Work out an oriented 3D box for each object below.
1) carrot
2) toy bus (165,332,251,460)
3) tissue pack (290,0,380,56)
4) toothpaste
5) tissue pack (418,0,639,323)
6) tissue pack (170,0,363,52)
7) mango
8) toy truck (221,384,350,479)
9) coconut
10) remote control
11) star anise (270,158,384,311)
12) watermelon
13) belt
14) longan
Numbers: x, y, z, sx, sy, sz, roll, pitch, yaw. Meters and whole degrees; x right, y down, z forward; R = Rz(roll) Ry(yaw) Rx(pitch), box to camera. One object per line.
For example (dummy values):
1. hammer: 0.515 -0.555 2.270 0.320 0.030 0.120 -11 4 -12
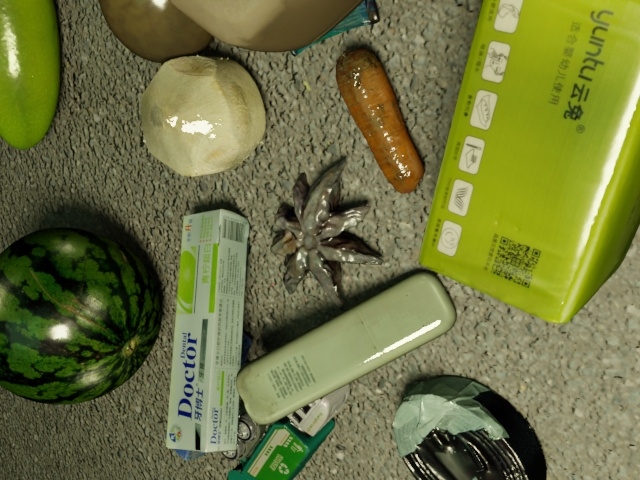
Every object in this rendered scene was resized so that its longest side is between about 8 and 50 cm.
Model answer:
1. carrot: 0.072 -0.142 0.781 0.060 0.060 0.186 -20 97 37
2. toy bus: -0.181 0.246 1.046 0.079 0.094 0.236 31 119 23
3. tissue pack: 0.004 -0.287 0.803 0.138 0.028 0.085 -13 95 33
4. toothpaste: -0.159 0.126 0.932 0.081 0.067 0.337 -7 74 35
5. tissue pack: 0.225 -0.097 0.598 0.167 0.200 0.275 25 117 29
6. tissue pack: -0.002 -0.387 0.627 0.267 0.277 0.387 45 121 5
7. mango: -0.523 -0.320 1.075 0.192 0.156 0.343 10 111 33
8. toy truck: -0.056 0.273 0.960 0.124 0.114 0.253 41 121 13
9. coconut: -0.162 -0.163 0.869 0.161 0.162 0.161 10 109 32
10. remote control: 0.026 0.140 0.834 0.309 0.038 0.090 -31 78 11
11. star anise: 0.000 0.000 0.869 0.181 0.061 0.204 51 125 12
12. watermelon: -0.403 0.118 1.041 0.285 0.285 0.285 11 110 32
13. belt: 0.183 0.259 0.810 0.198 0.078 0.151 42 125 19
14. longan: -0.213 -0.321 0.868 0.204 0.159 0.185 100 146 -58
